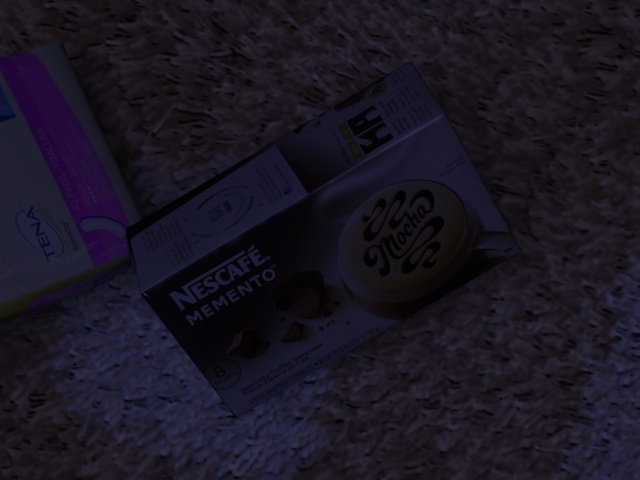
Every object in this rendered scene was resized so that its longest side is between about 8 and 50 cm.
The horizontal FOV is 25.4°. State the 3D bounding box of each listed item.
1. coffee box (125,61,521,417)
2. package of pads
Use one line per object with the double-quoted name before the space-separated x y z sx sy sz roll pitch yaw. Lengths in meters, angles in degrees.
"coffee box" 0.000 0.000 1.251 0.297 0.119 0.168 -30 123 4
"package of pads" -0.321 -0.029 1.268 0.296 0.101 0.229 -22 83 -32
